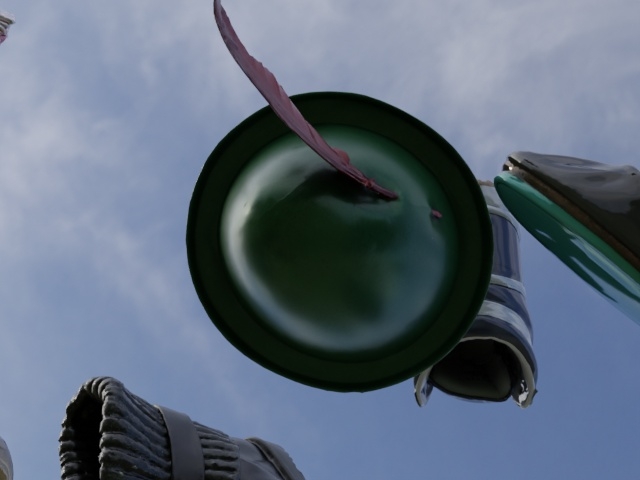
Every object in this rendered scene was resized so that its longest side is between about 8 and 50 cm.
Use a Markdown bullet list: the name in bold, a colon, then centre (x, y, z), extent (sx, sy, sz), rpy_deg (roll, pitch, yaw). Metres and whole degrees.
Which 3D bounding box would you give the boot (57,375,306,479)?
- **boot**: centre (-0.107, 0.278, 1.350), extent (0.260, 0.348, 0.131), rpy_deg (29, -86, -37)

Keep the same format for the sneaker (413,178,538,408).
- **sneaker**: centre (0.119, 0.092, 1.085), extent (0.099, 0.153, 0.282), rpy_deg (-2, -34, 4)

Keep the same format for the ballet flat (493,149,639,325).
- **ballet flat**: centre (0.205, 0.032, 0.660), extent (0.096, 0.095, 0.280), rpy_deg (-39, -121, -3)

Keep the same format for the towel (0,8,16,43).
- **towel**: centre (-0.364, -0.230, 1.293), extent (0.144, 0.197, 0.029), rpy_deg (24, -85, -16)

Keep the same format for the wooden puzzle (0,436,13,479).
- **wooden puzzle**: centre (-0.320, 0.107, 0.498), extent (0.322, 0.348, 0.080), rpy_deg (-19, -103, 3)

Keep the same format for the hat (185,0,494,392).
- **hat**: centre (0.000, 0.000, 0.705), extent (0.208, 0.183, 0.173), rpy_deg (31, -87, -2)
